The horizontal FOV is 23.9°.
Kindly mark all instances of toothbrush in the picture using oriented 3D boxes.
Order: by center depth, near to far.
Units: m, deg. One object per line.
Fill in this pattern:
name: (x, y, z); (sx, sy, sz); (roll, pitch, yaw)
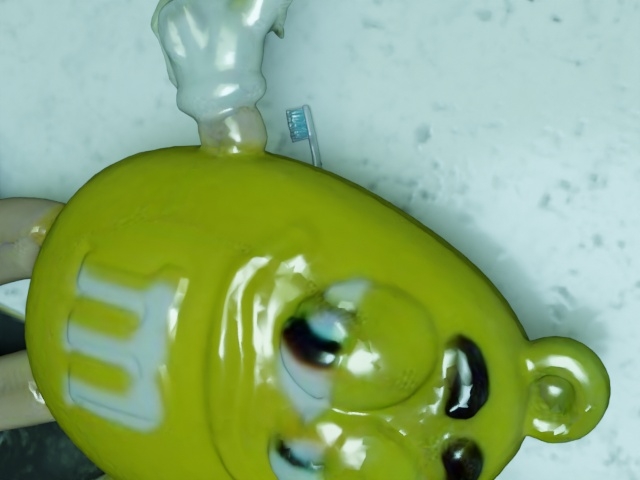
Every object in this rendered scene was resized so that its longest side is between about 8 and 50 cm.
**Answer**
toothbrush: (0.000, 0.000, 0.900); (0.017, 0.014, 0.162); (-10, 90, -3)

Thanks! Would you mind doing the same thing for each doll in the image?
doll: (-0.092, 0.026, 0.840); (0.423, 0.161, 0.348); (-26, 89, 27)
